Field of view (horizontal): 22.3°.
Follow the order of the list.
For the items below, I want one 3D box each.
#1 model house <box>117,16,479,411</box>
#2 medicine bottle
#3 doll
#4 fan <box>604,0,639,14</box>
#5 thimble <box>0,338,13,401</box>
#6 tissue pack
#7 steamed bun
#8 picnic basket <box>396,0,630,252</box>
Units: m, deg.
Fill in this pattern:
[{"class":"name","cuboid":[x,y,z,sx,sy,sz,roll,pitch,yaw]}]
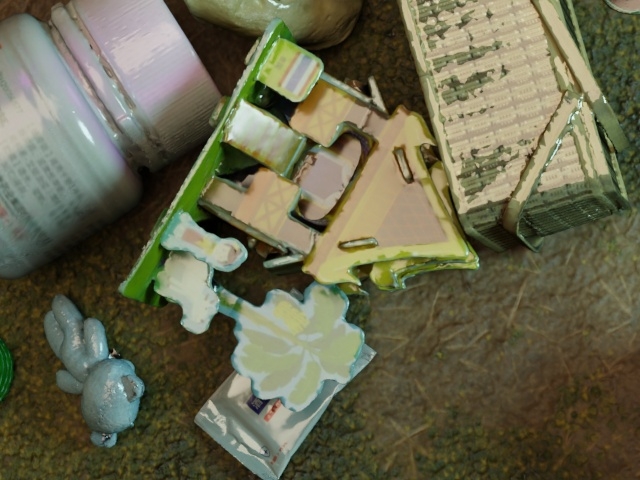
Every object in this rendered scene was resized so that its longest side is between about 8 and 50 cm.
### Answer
[{"class":"model house","cuboid":[0.000,0.000,1.721,0.313,0.242,0.358,30,86,11]},{"class":"medicine bottle","cuboid":[-0.283,-0.136,1.791,0.325,0.256,0.256,-32,78,0]},{"class":"doll","cuboid":[-0.256,0.143,1.860,0.180,0.075,0.120,61,138,31]},{"class":"fan","cuboid":[0.357,-0.314,1.791,0.085,0.005,0.133,22,91,15]},{"class":"thimble","cuboid":[-0.429,0.150,1.880,0.130,0.090,0.118,25,92,14]},{"class":"tissue pack","cuboid":[-0.042,0.165,1.821,0.122,0.026,0.193,38,91,15]},{"class":"steamed bun","cuboid":[-0.065,-0.272,1.806,0.212,0.231,0.110,26,117,0]},{"class":"picnic basket","cuboid":[0.213,-0.155,1.696,0.175,0.228,0.313,-17,80,13]}]
